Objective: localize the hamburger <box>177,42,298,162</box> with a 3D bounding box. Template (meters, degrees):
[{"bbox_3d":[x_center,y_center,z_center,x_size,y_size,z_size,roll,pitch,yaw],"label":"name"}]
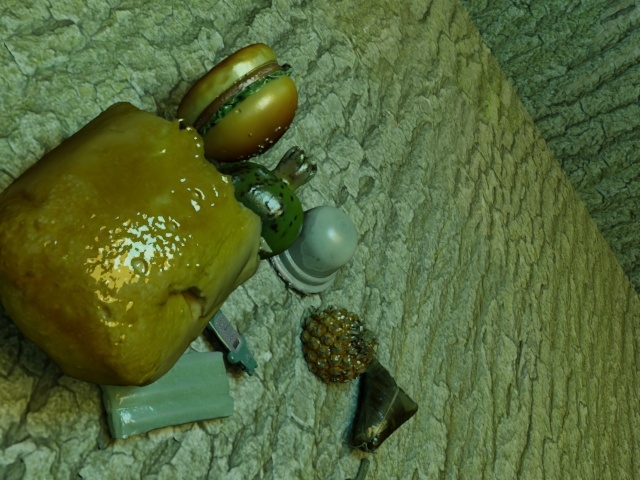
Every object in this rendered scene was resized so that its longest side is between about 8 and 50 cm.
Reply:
[{"bbox_3d":[-0.141,-0.248,1.311,0.170,0.246,0.246,54,39,-2],"label":"hamburger"}]

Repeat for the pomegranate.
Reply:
[{"bbox_3d":[-0.110,-0.073,1.279,0.248,0.202,0.202,-50,119,-6],"label":"pomegranate"}]

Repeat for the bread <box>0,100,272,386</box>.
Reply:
[{"bbox_3d":[-0.274,0.012,0.993,0.361,0.250,0.394,46,42,-13],"label":"bread"}]

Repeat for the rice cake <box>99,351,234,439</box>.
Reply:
[{"bbox_3d":[-0.244,0.243,1.111,0.237,0.043,0.127,2,70,-51],"label":"rice cake"}]

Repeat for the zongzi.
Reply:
[{"bbox_3d":[0.097,0.338,1.459,0.187,0.084,0.184,-28,80,-48],"label":"zongzi"}]

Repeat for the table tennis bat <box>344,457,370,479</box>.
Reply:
[{"bbox_3d":[0.070,0.510,1.387,0.087,0.013,0.156,48,44,-21],"label":"table tennis bat"}]

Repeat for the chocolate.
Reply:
[{"bbox_3d":[0.007,-0.001,1.450,0.221,0.147,0.221,31,47,-40],"label":"chocolate"}]

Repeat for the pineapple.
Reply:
[{"bbox_3d":[0.061,0.207,1.419,0.176,0.137,0.161,53,40,-20],"label":"pineapple"}]

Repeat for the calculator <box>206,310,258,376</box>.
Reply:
[{"bbox_3d":[-0.159,0.183,1.238,0.141,0.019,0.094,55,14,-10],"label":"calculator"}]
